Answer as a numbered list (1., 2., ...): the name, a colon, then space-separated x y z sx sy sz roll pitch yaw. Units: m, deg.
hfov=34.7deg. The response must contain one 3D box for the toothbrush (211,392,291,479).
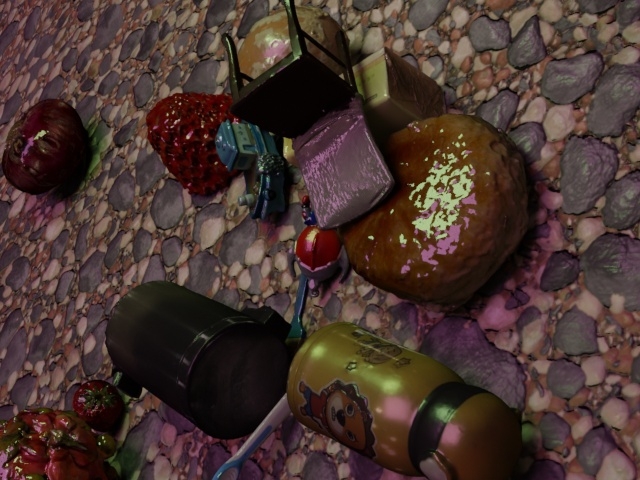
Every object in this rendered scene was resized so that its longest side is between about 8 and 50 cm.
1. toothbrush: -0.143 0.369 1.606 0.386 0.040 0.040 -48 37 -19

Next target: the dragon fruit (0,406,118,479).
1. dragon fruit: -0.495 0.443 1.879 0.263 0.296 0.314 -45 66 -2

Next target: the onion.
1. onion: -0.662 -0.219 2.466 0.246 0.190 0.246 -43 24 24

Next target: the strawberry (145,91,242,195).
1. strawberry: -0.253 -0.223 2.052 0.234 0.178 0.233 -17 61 33

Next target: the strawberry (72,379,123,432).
1. strawberry: -0.437 0.327 2.004 0.106 0.106 0.106 -24 53 36

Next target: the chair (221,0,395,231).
1. chair: -0.024 -0.195 1.549 0.160 0.186 0.319 -30 55 27

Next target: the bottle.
1. bottle: 0.120 0.234 1.407 0.351 0.172 0.171 17 82 50

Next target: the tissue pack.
1. tissue pack: 0.071 -0.194 1.702 0.234 0.159 0.125 -26 52 35

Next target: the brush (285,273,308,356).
1. brush: -0.039 0.121 1.758 0.051 0.014 0.164 -8 63 43

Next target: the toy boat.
1. toy boat: -0.133 -0.135 1.915 0.109 0.098 0.237 -59 40 46

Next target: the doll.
1. doll: -0.001 0.000 1.730 0.062 0.104 0.194 154 123 -87

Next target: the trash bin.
1. trash bin: -0.216 0.193 1.762 0.302 0.203 0.252 19 69 50

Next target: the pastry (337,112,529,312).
1. pastry: 0.169 -0.053 1.541 0.330 0.136 0.329 -25 51 36

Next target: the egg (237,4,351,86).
1. egg: -0.056 -0.318 1.872 0.245 0.203 0.203 -39 46 29
